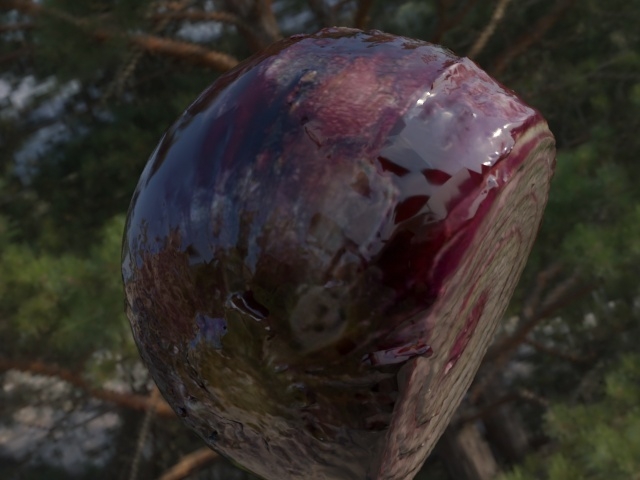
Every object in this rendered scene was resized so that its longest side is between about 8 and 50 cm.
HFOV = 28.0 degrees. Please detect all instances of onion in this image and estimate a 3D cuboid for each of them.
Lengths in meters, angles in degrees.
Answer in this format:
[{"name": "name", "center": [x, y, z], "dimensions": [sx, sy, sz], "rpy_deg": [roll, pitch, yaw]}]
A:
[{"name": "onion", "center": [0.000, 0.000, 0.862], "dimensions": [0.282, 0.260, 0.337], "rpy_deg": [-47, -23, -35]}]
